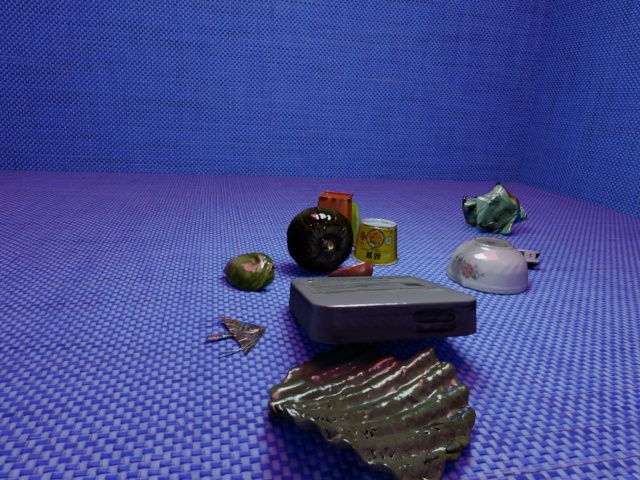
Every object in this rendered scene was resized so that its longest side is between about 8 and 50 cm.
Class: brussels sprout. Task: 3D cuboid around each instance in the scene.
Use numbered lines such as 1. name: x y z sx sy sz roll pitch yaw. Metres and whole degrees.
1. brussels sprout: -0.222 0.095 1.393 0.180 0.101 0.139 20 41 16

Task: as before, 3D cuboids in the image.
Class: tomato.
1. tomato: 0.100 0.120 1.378 0.155 0.069 0.156 -16 -15 -4

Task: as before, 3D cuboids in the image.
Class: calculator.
1. calculator: 0.736 0.057 1.782 0.267 0.040 0.177 11 19 25

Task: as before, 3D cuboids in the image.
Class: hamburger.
1. hamburger: 0.828 -0.125 2.137 0.275 0.261 0.151 -24 31 29

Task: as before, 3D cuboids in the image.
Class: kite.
1. kite: -0.205 0.230 1.094 0.160 0.010 0.183 -3 22 -32

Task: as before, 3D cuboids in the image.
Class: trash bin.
1. trash bin: 0.047 -0.059 1.679 0.161 0.239 0.184 8 21 12

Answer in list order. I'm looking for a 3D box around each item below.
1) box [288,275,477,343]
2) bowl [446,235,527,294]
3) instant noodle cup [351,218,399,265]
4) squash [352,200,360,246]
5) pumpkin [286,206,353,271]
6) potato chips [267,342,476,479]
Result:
1. box: 0.135 0.161 1.128 0.395 0.111 0.396 0 4 -12
2. bowl: 0.589 0.072 1.548 0.276 0.146 0.277 6 17 -2
3. instant noodle cup: 0.215 -0.002 1.689 0.182 0.145 0.182 3 17 -1
4. squash: 0.125 -0.076 1.836 0.095 0.188 0.095 2 15 -1
5. pumpkin: 0.000 0.001 1.507 0.237 0.238 0.159 0 23 -12
6. potato chips: 0.087 0.289 0.822 0.372 0.097 0.389 11 13 29
